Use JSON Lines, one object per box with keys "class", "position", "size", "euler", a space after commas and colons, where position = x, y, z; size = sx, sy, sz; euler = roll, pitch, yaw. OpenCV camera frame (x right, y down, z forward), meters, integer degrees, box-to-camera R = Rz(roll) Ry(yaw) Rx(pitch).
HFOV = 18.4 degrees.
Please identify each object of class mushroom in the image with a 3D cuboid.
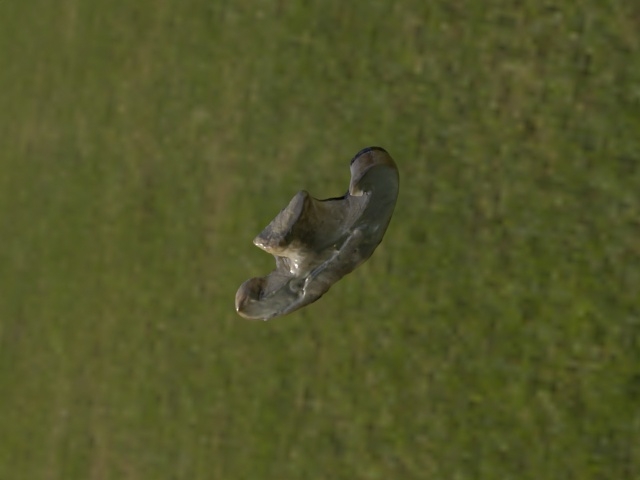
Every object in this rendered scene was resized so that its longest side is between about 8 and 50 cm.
{"class": "mushroom", "position": [0.000, 0.000, 0.894], "size": [0.101, 0.049, 0.019], "euler": [-49, 34, 15]}
